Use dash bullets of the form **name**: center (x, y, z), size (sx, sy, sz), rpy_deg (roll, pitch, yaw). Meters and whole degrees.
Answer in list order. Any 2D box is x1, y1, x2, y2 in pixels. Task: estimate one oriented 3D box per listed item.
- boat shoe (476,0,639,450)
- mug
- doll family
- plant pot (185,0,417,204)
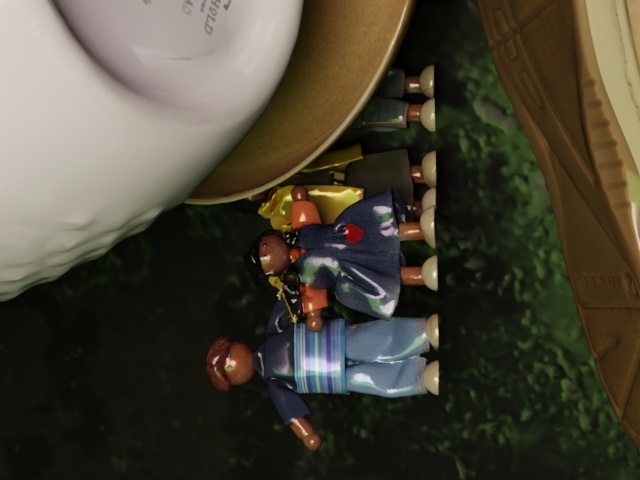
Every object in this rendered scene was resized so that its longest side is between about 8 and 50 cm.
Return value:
- **boat shoe**: center (0.151, -0.073, 0.849), size (0.110, 0.121, 0.341), rpy_deg (-19, 101, -13)
- **mug**: center (-0.201, -0.067, 0.784), size (0.328, 0.374, 0.276), rpy_deg (-9, 126, 38)
- **doll family**: center (0.000, 0.000, 0.912), size (0.111, 0.076, 0.193), rpy_deg (-1, 61, 3)
- **plant pot**: center (-0.036, -0.132, 0.892), size (0.236, 0.032, 0.236), rpy_deg (-6, 81, 41)
